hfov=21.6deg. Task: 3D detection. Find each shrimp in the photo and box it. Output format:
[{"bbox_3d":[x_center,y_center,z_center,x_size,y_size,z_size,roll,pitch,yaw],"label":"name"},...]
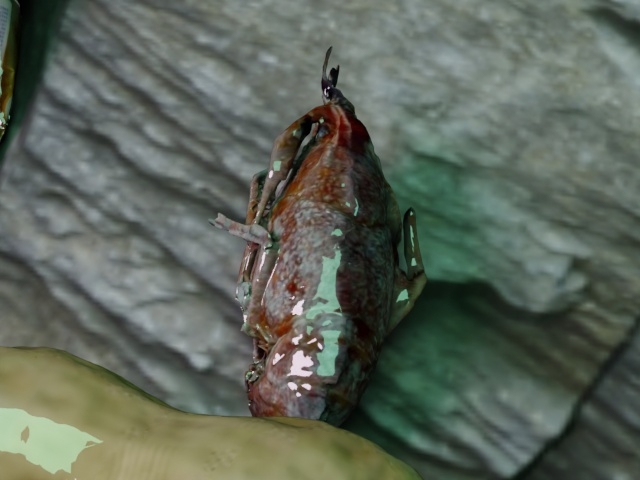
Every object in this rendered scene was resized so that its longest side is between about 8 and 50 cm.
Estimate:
[{"bbox_3d":[0.000,-0.001,0.711,0.075,0.073,0.190,22,56,-37],"label":"shrimp"}]

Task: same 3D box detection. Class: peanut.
[{"bbox_3d":[-0.079,0.100,0.618,0.263,0.101,0.117,17,37,13],"label":"peanut"}]

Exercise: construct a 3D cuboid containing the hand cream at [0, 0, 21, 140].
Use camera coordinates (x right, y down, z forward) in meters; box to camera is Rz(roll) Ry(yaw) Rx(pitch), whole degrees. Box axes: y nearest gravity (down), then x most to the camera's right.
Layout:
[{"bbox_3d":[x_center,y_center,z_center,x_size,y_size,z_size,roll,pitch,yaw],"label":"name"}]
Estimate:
[{"bbox_3d":[-0.175,-0.069,0.783,0.062,0.039,0.163,11,61,6],"label":"hand cream"}]
